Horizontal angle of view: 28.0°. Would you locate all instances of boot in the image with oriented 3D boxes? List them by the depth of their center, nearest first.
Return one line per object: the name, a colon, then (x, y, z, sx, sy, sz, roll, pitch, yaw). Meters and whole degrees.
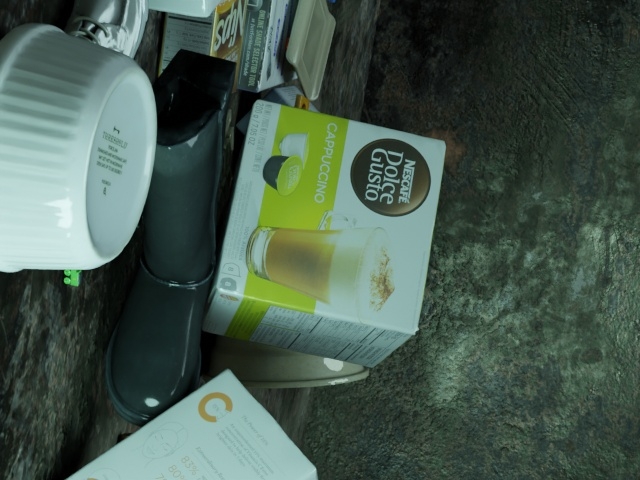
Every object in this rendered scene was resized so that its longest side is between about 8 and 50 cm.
boot: (-0.275, -0.230, 1.557, 0.123, 0.095, 0.258, -61, 161, -80)
boot: (-0.212, 0.002, 1.847, 0.445, 0.146, 0.367, 106, -10, -47)

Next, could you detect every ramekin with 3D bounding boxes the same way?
ramekin: (-0.270, -0.090, 1.379, 0.273, 0.127, 0.273, 11, 90, -80)

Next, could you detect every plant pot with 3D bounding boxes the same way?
plant pot: (-0.073, 0.119, 2.562, 0.334, 0.334, 0.305, -11, 99, -79)

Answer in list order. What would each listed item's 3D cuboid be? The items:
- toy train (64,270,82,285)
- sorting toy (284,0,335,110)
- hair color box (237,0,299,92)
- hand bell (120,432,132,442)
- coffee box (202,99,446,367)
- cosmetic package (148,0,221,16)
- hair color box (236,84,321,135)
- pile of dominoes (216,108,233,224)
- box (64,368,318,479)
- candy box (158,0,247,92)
toy train: (-0.330, 0.023, 1.724, 0.017, 0.024, 0.083, -58, 156, -65)
sorting toy: (-0.028, -0.371, 2.352, 0.196, 0.047, 0.347, 55, 46, -70)
hair color box: (-0.105, -0.381, 2.336, 0.339, 0.110, 0.185, -48, 148, -75)
hand bell: (-0.312, 0.437, 2.122, 0.126, 0.126, 0.242, -39, 126, -75)
coffee box: (0.000, 0.000, 2.201, 0.338, 0.334, 0.337, 121, -20, -72)
cosmetic package: (-0.177, -0.538, 1.605, 0.230, 0.161, 0.453, -64, 162, -56)
hair color box: (0.017, -0.133, 2.542, 0.113, 0.374, 0.185, -44, 178, 15)
pile of dominoes: (-0.199, -0.094, 2.249, 0.196, 0.040, 0.251, 95, 8, -48)
box: (-0.200, 0.385, 1.829, 0.345, 0.215, 0.168, -33, 149, -20)
candy box: (-0.173, -0.383, 2.001, 0.183, 0.087, 0.316, -45, 144, -73)
